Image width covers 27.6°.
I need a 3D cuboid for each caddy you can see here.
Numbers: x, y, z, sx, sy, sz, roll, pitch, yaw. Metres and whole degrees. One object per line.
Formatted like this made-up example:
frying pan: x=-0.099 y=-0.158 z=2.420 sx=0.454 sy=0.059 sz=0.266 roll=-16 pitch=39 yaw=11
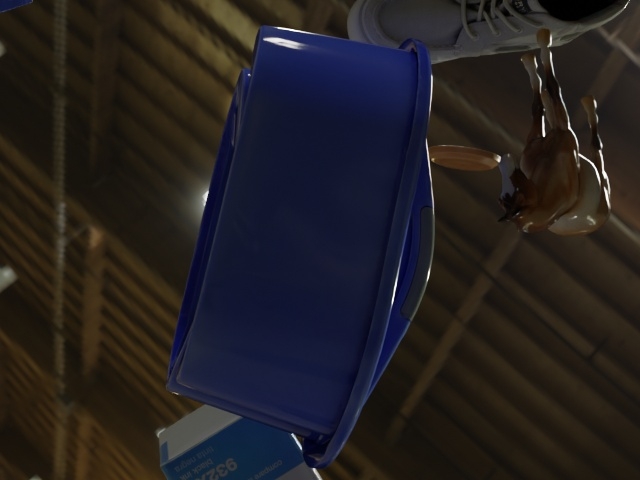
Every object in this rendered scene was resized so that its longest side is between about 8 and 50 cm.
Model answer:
caddy: x=0.000 y=0.000 z=1.006 sx=0.179 sy=0.341 sz=0.241 roll=14 pitch=-11 yaw=-7

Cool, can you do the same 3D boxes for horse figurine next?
horse figurine: x=0.213 y=-0.069 z=1.157 sx=0.066 sy=0.175 sz=0.263 roll=-8 pitch=-17 yaw=20

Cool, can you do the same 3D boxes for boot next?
boot: x=0.161 y=-0.223 z=1.225 sx=0.123 sy=0.258 sz=0.095 roll=-13 pitch=-92 yaw=66

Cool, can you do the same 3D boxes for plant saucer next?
plant saucer: x=0.160 y=-0.091 z=1.464 sx=0.083 sy=0.013 sz=0.083 roll=8 pitch=-6 yaw=1

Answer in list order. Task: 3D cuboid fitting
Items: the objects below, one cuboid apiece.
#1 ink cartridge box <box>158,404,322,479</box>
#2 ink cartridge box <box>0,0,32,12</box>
ink cartridge box: x=-0.035 y=0.310 z=1.332 sx=0.307 sy=0.129 sz=0.223 roll=59 pitch=-8 yaw=-3
ink cartridge box: x=-0.288 y=-0.271 z=1.014 sx=0.046 sy=0.097 sz=0.207 roll=38 pitch=-39 yaw=35
